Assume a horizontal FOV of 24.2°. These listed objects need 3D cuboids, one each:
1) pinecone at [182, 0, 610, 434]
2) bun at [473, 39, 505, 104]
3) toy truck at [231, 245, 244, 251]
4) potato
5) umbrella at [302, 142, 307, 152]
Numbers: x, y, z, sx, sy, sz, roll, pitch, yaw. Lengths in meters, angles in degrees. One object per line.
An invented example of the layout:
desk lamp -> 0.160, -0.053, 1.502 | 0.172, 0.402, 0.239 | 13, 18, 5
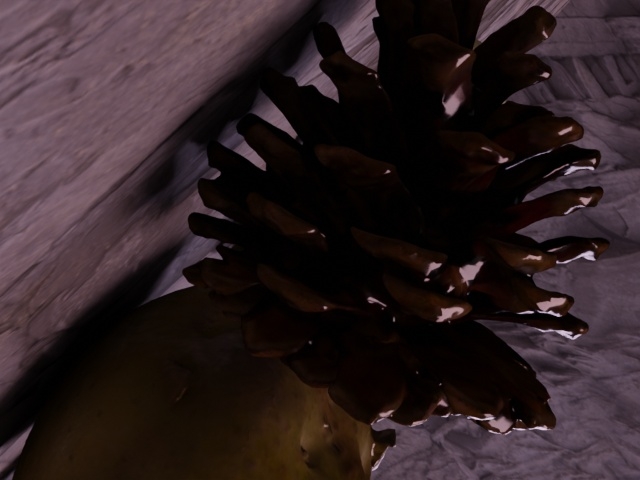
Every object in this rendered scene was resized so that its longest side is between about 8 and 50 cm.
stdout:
pinecone -> 0.085, -0.039, 1.218 | 0.384, 0.384, 0.384 | -47, 176, -4
bun -> 0.178, -0.179, 2.138 | 0.220, 0.134, 0.220 | -48, 177, -4
toy truck -> -0.048, 0.021, 1.886 | 0.127, 0.127, 0.257 | -32, 177, 1
potato -> -0.094, 0.217, 1.513 | 0.319, 0.385, 0.442 | -64, 179, 21
umbrella -> -0.001, 0.001, 1.679 | 0.110, 0.122, 0.272 | -55, 149, -59
